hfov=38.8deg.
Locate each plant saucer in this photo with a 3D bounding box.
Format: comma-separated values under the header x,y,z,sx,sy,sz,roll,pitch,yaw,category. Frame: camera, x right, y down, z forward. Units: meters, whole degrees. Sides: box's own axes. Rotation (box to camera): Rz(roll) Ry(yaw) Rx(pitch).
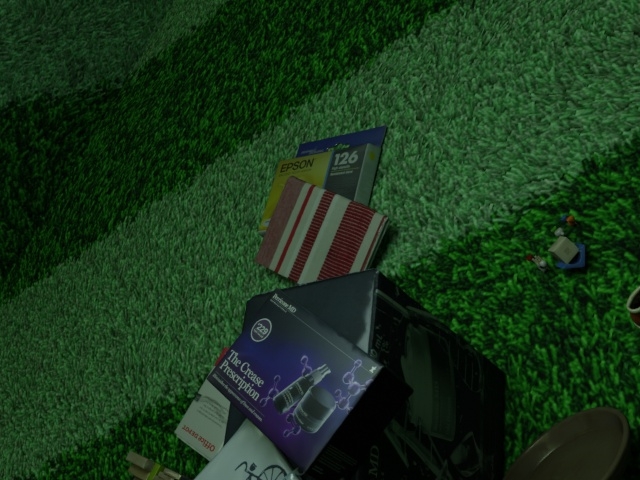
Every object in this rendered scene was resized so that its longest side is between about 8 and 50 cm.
x,y,z,sx,sy,sz,roll,pitch,yaw,category
0.404,0.386,1.505,0.278,0.041,0.278,-41,6,6,plant saucer

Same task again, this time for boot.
x,y,z,sx,sy,sz,roll,pitch,yaw,category
0.606,0.087,1.594,0.158,0.084,0.059,-46,40,6,boot

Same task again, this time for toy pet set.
x,y,z,sx,sy,sz,roll,pitch,yaw,category
0.483,0.018,1.789,0.122,0.065,0.114,-49,7,0,toy pet set

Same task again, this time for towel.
x,y,z,sx,sy,sz,roll,pitch,yaw,category
0.000,0.000,2.172,0.329,0.037,0.237,25,94,39,towel

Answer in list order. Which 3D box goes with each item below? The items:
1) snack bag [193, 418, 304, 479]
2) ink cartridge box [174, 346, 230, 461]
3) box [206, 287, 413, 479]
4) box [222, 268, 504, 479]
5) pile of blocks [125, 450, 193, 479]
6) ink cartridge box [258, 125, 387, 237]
x,y,z,sx,sy,sz,roll,pitch,yaw,category
-0.131,0.458,1.328,0.323,0.037,0.342,-48,42,5,snack bag
-0.204,0.391,2.102,0.172,0.100,0.237,20,76,47,ink cartridge box
-0.021,0.214,1.347,0.184,0.103,0.261,-51,45,-7,box
0.088,0.378,1.568,0.297,0.472,0.480,-16,53,34,box
-0.252,0.528,1.766,0.362,0.149,0.113,15,71,30,pile of blocks
0.004,-0.154,2.318,0.303,0.072,0.307,-7,60,40,ink cartridge box
